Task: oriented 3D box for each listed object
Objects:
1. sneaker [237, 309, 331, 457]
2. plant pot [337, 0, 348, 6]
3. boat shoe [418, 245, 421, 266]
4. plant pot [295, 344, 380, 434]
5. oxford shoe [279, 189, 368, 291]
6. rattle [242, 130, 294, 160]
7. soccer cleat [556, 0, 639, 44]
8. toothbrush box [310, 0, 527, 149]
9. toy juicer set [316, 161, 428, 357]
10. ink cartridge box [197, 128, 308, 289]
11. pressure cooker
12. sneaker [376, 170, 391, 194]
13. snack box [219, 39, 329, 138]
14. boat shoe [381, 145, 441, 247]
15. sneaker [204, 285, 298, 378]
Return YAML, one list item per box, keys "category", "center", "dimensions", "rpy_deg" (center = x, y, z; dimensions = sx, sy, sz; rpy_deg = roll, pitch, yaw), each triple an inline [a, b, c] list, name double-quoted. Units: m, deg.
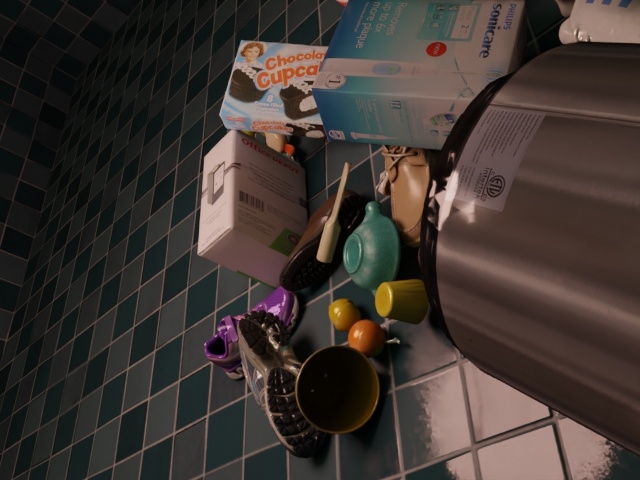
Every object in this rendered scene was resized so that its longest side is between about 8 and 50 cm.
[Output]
- category: "sneaker"
  center: [-0.067, 0.261, 1.244]
  dimensions: [0.122, 0.110, 0.283]
  rpy_deg: [103, 149, -45]
- category: "plant pot"
  center: [0.160, -0.483, 1.267]
  dimensions: [0.275, 0.243, 0.274]
  rpy_deg: [-17, 69, 50]
- category: "boat shoe"
  center: [0.209, 0.047, 1.014]
  dimensions: [0.095, 0.095, 0.257]
  rpy_deg: [-58, 34, 5]
- category: "plant pot"
  center: [0.015, 0.235, 1.126]
  dimensions: [0.095, 0.134, 0.134]
  rpy_deg: [151, 139, -72]
- category: "oxford shoe"
  center: [0.000, 0.000, 1.345]
  dimensions: [0.227, 0.083, 0.096]
  rpy_deg: [-49, 27, 3]
- category: "rattle"
  center: [-0.085, -0.241, 1.659]
  dimensions: [0.200, 0.143, 0.130]
  rpy_deg: [20, 116, 41]
- category: "soccer cleat"
  center: [0.408, -0.270, 0.954]
  dimensions: [0.143, 0.116, 0.331]
  rpy_deg: [-23, 39, 22]
- category: "toothbrush box"
  center: [0.163, -0.267, 1.131]
  dimensions: [0.296, 0.126, 0.216]
  rpy_deg: [10, 61, 21]
- category: "toy juicer set"
  center: [0.077, 0.050, 1.200]
  dimensions: [0.329, 0.090, 0.209]
  rpy_deg: [-109, 34, -42]
- category: "ink cartridge box"
  center: [-0.133, -0.066, 1.448]
  dimensions: [0.115, 0.198, 0.272]
  rpy_deg: [-37, 40, 34]
- category: "pressure cooker"
  center: [0.339, 0.024, 0.601]
  dimensions: [0.420, 0.376, 0.369]
  rpy_deg: [23, 127, 53]
- category: "sneaker"
  center: [0.126, -0.125, 1.299]
  dimensions: [0.037, 0.032, 0.083]
  rpy_deg: [23, 85, 56]
- category: "snack box"
  center: [-0.025, -0.303, 1.429]
  dimensions: [0.322, 0.060, 0.187]
  rpy_deg: [7, 67, 11]
- category: "boat shoe"
  center: [0.152, -0.149, 1.213]
  dimensions: [0.122, 0.110, 0.341]
  rpy_deg: [-26, 48, 41]
- category: "sneaker"
  center: [-0.141, 0.173, 1.377]
  dimensions: [0.236, 0.105, 0.095]
  rpy_deg: [-46, 36, 20]
